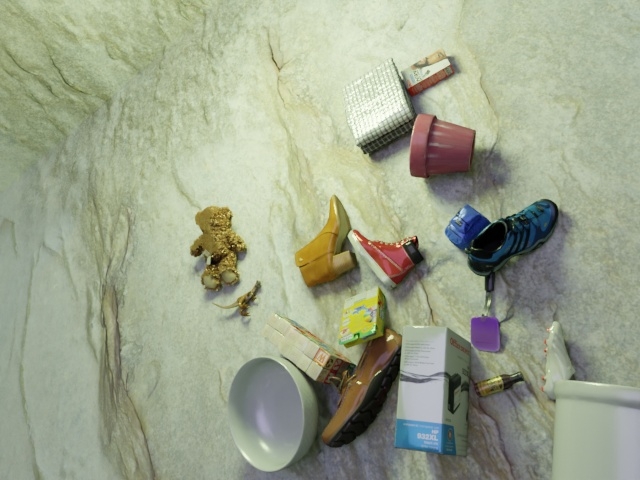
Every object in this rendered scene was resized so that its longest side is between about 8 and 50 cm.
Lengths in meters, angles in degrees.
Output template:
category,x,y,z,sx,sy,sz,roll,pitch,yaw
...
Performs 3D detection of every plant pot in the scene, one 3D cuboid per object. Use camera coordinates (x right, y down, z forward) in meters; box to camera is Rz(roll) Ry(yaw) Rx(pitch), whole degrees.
category,x,y,z,sx,sy,sz,roll,pitch,yaw
plant pot,0.389,-0.292,1.705,0.180,0.201,0.201,9,74,18

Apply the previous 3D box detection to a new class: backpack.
category,x,y,z,sx,sy,sz,roll,pitch,yaw
backpack,0.430,-0.040,1.614,0.120,0.101,0.098,-50,46,9

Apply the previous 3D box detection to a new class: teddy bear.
category,x,y,z,sx,sy,sz,roll,pitch,yaw
teddy bear,-0.399,0.033,2.120,0.245,0.113,0.338,-38,61,22

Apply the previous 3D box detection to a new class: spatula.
category,x,y,z,sx,sy,sz,roll,pitch,yaw
spatula,0.475,0.164,1.537,0.084,0.030,0.296,-4,68,36

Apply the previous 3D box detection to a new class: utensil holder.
category,x,y,z,sx,sy,sz,roll,pitch,yaw
utensil holder,0.639,0.507,1.099,0.328,0.328,0.385,1,71,33

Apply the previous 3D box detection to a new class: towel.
category,x,y,z,sx,sy,sz,roll,pitch,yaw
towel,0.210,-0.476,1.936,0.235,0.121,0.283,-27,57,24

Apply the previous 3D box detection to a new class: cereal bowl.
category,x,y,z,sx,sy,sz,roll,pitch,yaw
cereal bowl,-0.130,0.524,1.671,0.339,0.141,0.338,-6,80,39

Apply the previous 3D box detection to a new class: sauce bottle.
category,x,y,z,sx,sy,sz,roll,pitch,yaw
sauce bottle,0.475,0.379,1.436,0.128,0.042,0.042,-28,57,20

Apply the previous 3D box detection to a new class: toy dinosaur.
category,x,y,z,sx,sy,sz,roll,pitch,yaw
toy dinosaur,-0.294,0.229,1.991,0.212,0.064,0.112,-32,37,6

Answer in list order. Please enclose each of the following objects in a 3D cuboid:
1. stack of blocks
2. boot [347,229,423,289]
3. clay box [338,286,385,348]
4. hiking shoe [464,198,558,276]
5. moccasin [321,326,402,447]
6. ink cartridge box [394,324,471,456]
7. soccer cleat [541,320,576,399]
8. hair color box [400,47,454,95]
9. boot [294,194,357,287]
category,x,y,z,sx,sy,sz,roll,pitch,yaw
stack of blocks,-0.053,0.340,1.708,0.297,0.171,0.087,29,86,38
boot,0.214,0.014,1.739,0.176,0.088,0.244,-45,61,7
clay box,0.128,0.241,1.640,0.128,0.053,0.222,-25,24,22
hiking shoe,0.539,-0.020,1.496,0.304,0.132,0.113,-39,55,-4
moccasin,0.114,0.425,1.584,0.147,0.139,0.380,25,84,38
ink cartridge box,0.303,0.396,1.423,0.129,0.223,0.307,-5,67,31
soccer cleat,0.609,0.306,1.372,0.076,0.068,0.196,3,78,28
hair color box,0.379,-0.599,1.921,0.167,0.053,0.093,-26,57,19
boot,0.001,0.001,1.866,0.211,0.104,0.295,-22,63,23
